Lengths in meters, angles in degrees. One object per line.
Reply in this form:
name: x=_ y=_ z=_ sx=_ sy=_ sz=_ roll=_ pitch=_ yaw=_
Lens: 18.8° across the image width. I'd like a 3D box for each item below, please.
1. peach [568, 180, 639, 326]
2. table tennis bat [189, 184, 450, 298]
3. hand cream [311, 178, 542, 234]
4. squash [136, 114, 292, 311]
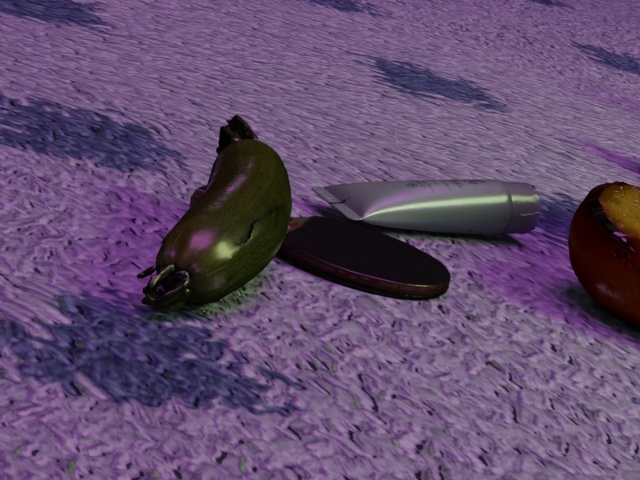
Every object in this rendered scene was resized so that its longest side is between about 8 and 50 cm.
peach: x=0.277 y=0.024 z=1.595 sx=0.127 sy=0.092 sz=0.172 roll=-2 pitch=34 yaw=-33
table tennis bat: x=0.000 y=0.000 z=1.548 sx=0.220 sy=0.019 sz=0.130 roll=20 pitch=17 yaw=13
hand cream: x=0.097 y=-0.030 z=1.693 sx=0.205 sy=0.050 sz=0.078 roll=1 pitch=23 yaw=-28
squash: x=-0.063 y=-0.018 z=1.432 sx=0.080 sy=0.071 sz=0.318 roll=41 pitch=22 yaw=-9
